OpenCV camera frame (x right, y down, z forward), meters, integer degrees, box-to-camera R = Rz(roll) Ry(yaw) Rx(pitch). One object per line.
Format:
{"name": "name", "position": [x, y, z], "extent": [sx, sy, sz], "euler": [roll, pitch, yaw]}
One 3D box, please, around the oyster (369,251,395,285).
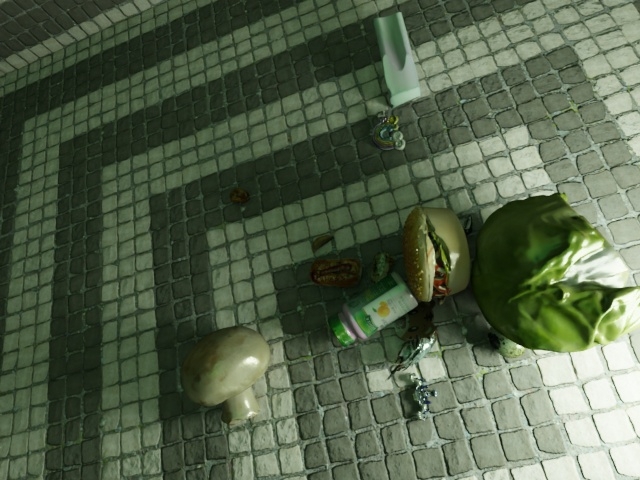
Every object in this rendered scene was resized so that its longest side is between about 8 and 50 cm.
{"name": "oyster", "position": [0.200, 0.100, 1.483], "extent": [0.086, 0.029, 0.132], "euler": [37, 88, 32]}

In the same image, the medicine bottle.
{"name": "medicine bottle", "position": [0.161, 0.223, 1.393], "extent": [0.274, 0.133, 0.133], "euler": [-33, 64, 5]}

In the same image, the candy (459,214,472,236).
{"name": "candy", "position": [0.394, -0.041, 1.464], "extent": [0.226, 0.051, 0.094], "euler": [-10, 78, 16]}

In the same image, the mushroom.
{"name": "mushroom", "position": [-0.287, 0.433, 1.419], "extent": [0.297, 0.297, 0.290], "euler": [-22, 102, 9]}

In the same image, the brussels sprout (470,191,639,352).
{"name": "brussels sprout", "position": [0.600, 0.105, 1.188], "extent": [0.361, 0.342, 0.426], "euler": [-36, 57, 22]}

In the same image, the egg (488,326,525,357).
{"name": "egg", "position": [0.537, 0.291, 1.270], "extent": [0.110, 0.085, 0.085], "euler": [38, 85, 28]}

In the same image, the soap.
{"name": "soap", "position": [0.287, -0.654, 1.635], "extent": [0.114, 0.208, 0.347], "euler": [-12, 67, 13]}

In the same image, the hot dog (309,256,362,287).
{"name": "hot dog", "position": [0.052, 0.110, 1.513], "extent": [0.191, 0.059, 0.108], "euler": [-3, 65, 19]}

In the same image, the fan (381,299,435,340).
{"name": "fan", "position": [0.256, 0.261, 1.384], "extent": [0.226, 0.008, 0.153], "euler": [-19, 35, 25]}

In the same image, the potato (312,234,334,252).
{"name": "potato", "position": [-0.001, 0.000, 1.581], "extent": [0.093, 0.037, 0.036], "euler": [-35, 59, 3]}

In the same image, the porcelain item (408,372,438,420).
{"name": "porcelain item", "position": [0.315, 0.463, 1.315], "extent": [0.075, 0.021, 0.136], "euler": [-13, 67, 9]}

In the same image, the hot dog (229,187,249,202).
{"name": "hot dog", "position": [-0.328, -0.178, 1.754], "extent": [0.083, 0.035, 0.058], "euler": [9, 70, 20]}

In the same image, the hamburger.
{"name": "hamburger", "position": [0.331, 0.036, 1.321], "extent": [0.170, 0.302, 0.302], "euler": [-9, 67, 1]}

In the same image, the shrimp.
{"name": "shrimp", "position": [0.273, 0.341, 1.332], "extent": [0.079, 0.090, 0.233], "euler": [44, 73, 6]}

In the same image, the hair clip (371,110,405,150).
{"name": "hair clip", "position": [0.248, -0.404, 1.651], "extent": [0.116, 0.049, 0.172], "euler": [-18, 73, 25]}
